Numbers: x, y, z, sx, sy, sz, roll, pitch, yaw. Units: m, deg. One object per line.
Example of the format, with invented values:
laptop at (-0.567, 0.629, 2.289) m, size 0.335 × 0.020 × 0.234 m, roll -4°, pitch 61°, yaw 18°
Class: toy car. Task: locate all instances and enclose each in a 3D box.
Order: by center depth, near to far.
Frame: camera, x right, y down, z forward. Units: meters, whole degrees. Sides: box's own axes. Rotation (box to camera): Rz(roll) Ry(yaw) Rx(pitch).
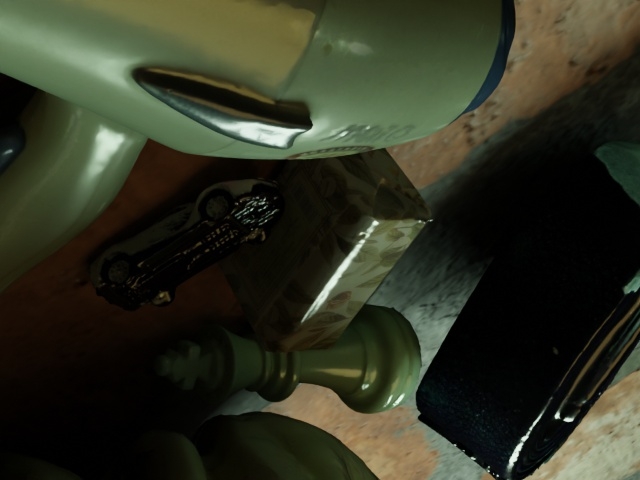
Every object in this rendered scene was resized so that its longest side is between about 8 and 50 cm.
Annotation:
toy car at (-0.058, -0.001, 0.685) m, size 0.093 × 0.025 × 0.041 m, roll -33°, pitch 154°, yaw 7°

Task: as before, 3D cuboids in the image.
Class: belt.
belt at (0.137, 0.038, 0.847) m, size 0.151 × 0.078 × 0.198 m, roll -17°, pitch 141°, yaw -58°

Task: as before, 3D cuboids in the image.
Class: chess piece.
chess piece at (-0.020, 0.061, 0.798) m, size 0.149 × 0.059 × 0.059 m, roll 3°, pitch 136°, yaw -40°

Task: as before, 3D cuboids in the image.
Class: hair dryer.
hair dryer at (-0.122, -0.055, 0.482) m, size 0.298 × 0.119 × 0.296 m, roll -30°, pitch 148°, yaw 22°

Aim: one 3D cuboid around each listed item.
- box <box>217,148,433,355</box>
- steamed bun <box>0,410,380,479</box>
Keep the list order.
box at (0.000, 0.000, 0.707) m, size 0.045 × 0.062 × 0.098 m, roll -2°, pitch 141°, yaw -42°
steamed bun at (-0.118, 0.208, 0.734) m, size 0.394 × 0.237 × 0.347 m, roll -42°, pitch -169°, yaw -32°
